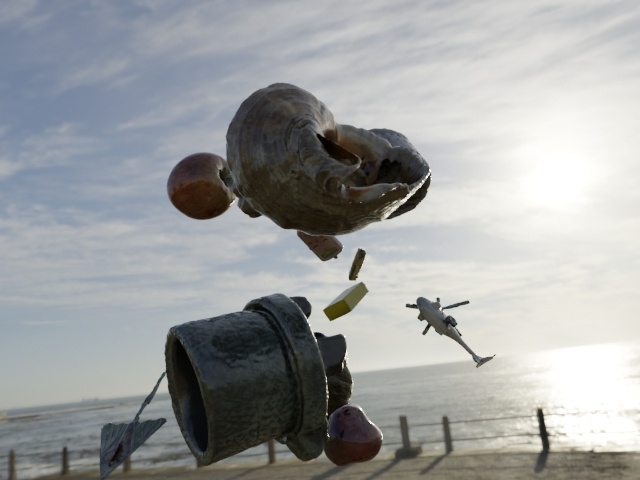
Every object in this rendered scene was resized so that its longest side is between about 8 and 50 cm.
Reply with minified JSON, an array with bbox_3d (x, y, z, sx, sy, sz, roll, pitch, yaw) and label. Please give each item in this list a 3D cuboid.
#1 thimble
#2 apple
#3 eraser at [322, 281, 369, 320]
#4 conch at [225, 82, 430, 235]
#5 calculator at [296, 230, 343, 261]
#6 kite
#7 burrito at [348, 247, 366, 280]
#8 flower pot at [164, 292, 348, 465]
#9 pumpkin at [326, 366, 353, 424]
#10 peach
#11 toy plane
[{"bbox_3d":[0.174,-0.184,1.543,0.217,0.157,0.246,-45,-39,18],"label":"thimble"},{"bbox_3d":[-0.326,-0.147,1.559,0.174,0.188,0.188,-24,-20,27],"label":"apple"},{"bbox_3d":[0.078,0.181,1.688,0.097,0.045,0.122,-34,2,40],"label":"eraser"},{"bbox_3d":[0.006,-0.097,0.871,0.297,0.352,0.210,3,-55,-20],"label":"conch"},{"bbox_3d":[0.000,0.000,1.883,0.100,0.032,0.175,-33,-70,29],"label":"calculator"},{"bbox_3d":[-0.389,0.378,1.172,0.229,0.250,0.012,-15,-55,36],"label":"kite"},{"bbox_3d":[0.147,0.102,2.308,0.045,0.041,0.185,-12,-37,-27],"label":"burrito"},{"bbox_3d":[-0.100,0.253,0.999,0.283,0.299,0.299,-12,-9,-31],"label":"flower pot"},{"bbox_3d":[0.015,0.478,1.747,0.169,0.312,0.148,-28,16,23],"label":"pumpkin"},{"bbox_3d":[0.075,0.483,1.393,0.152,0.152,0.152,-6,-13,-1],"label":"peach"},{"bbox_3d":[0.376,0.274,1.654,0.182,0.273,0.107,-25,4,26],"label":"toy plane"}]
